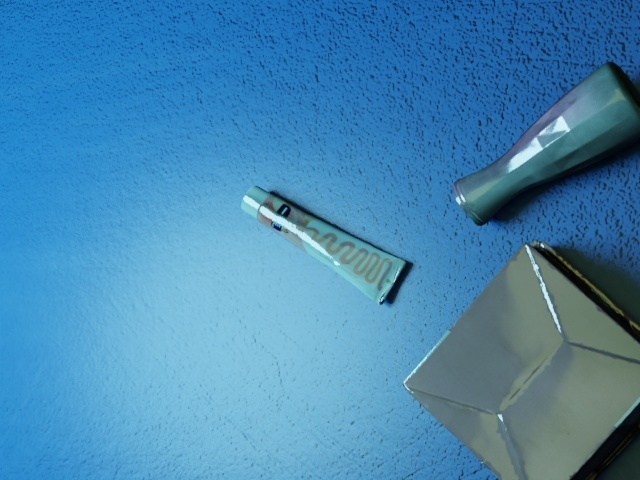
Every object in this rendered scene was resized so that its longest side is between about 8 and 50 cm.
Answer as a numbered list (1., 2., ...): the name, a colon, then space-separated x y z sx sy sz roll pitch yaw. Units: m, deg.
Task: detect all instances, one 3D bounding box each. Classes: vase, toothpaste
1. vase: 0.240 -0.094 1.505 0.214 0.086 0.086 -34 69 20
2. toothpaste: 0.000 0.000 1.619 0.205 0.036 0.056 30 92 21

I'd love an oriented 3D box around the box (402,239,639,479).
1. box: 0.224 0.141 1.464 0.215 0.086 0.215 45 99 24
